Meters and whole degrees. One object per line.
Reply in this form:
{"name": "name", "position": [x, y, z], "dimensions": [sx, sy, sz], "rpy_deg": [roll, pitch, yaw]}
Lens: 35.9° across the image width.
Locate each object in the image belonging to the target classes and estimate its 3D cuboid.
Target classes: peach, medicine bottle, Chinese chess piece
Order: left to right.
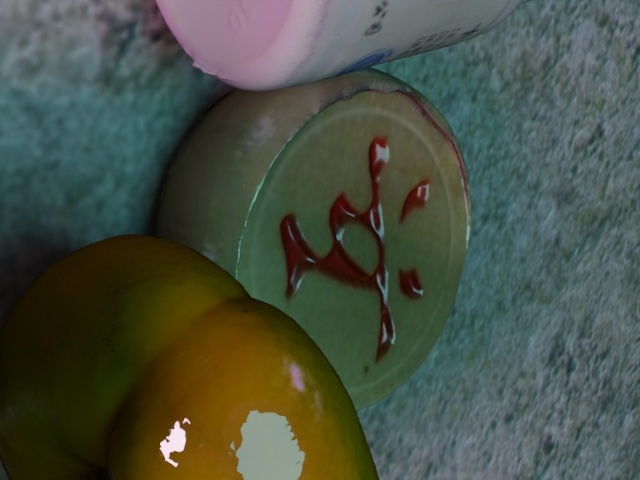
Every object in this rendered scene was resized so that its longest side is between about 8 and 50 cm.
{"name": "peach", "position": [-0.078, 0.112, 0.539], "dimensions": [0.153, 0.251, 0.251], "rpy_deg": [-33, 125, -43]}
{"name": "Chinese chess piece", "position": [0.000, 0.000, 0.697], "dimensions": [0.249, 0.103, 0.250], "rpy_deg": [-15, 112, -42]}
{"name": "medicine bottle", "position": [0.046, -0.202, 0.625], "dimensions": [0.292, 0.170, 0.170], "rpy_deg": [-24, 120, -40]}
